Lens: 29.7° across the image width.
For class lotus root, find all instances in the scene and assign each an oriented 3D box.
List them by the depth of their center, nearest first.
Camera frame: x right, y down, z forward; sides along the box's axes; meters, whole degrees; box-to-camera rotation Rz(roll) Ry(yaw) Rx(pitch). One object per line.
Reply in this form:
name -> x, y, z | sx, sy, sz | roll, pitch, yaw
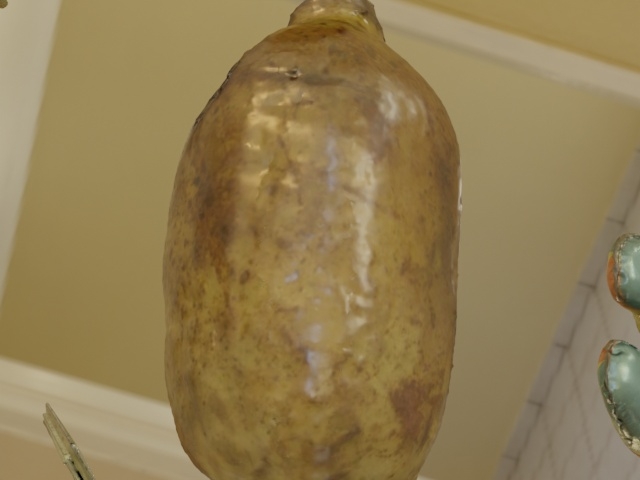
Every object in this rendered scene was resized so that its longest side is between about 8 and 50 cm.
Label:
lotus root -> 0.000, 0.000, 0.538 | 0.145, 0.129, 0.260 | 54, -141, -65

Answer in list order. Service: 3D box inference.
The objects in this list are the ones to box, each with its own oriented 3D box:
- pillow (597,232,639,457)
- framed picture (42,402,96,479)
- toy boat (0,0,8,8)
pillow -> 0.332, 0.107, 1.178 | 0.086, 0.214, 0.233 | -11, 52, 36
framed picture -> -0.166, 0.249, 0.984 | 0.019, 0.232, 0.296 | -29, 5, -16
toy boat -> -0.415, -0.412, 1.136 | 0.445, 0.162, 0.136 | 63, -146, -44
